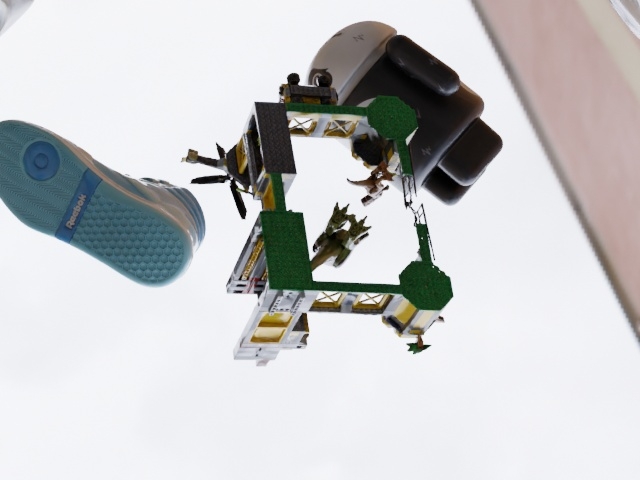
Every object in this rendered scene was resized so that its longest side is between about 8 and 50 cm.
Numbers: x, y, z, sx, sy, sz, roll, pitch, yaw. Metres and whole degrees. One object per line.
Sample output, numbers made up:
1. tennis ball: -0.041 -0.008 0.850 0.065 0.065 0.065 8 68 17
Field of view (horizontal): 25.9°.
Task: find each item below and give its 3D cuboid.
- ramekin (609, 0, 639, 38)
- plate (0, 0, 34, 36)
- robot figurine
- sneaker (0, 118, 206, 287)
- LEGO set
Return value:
1. ramekin: 0.242 -0.185 0.697 0.207 0.109 0.207 0 -97 -1
2. plate: -0.417 -0.199 1.327 0.277 0.278 0.045 -45 -114 1
3. robot figurine: 0.107 -0.172 1.883 0.278 0.209 0.173 40 -161 4
4. sneaker: -0.295 -0.058 1.880 0.319 0.127 0.208 36 -166 2
5. LEGO set: 0.000 0.000 1.556 0.255 0.192 0.331 -6 -119 -22
